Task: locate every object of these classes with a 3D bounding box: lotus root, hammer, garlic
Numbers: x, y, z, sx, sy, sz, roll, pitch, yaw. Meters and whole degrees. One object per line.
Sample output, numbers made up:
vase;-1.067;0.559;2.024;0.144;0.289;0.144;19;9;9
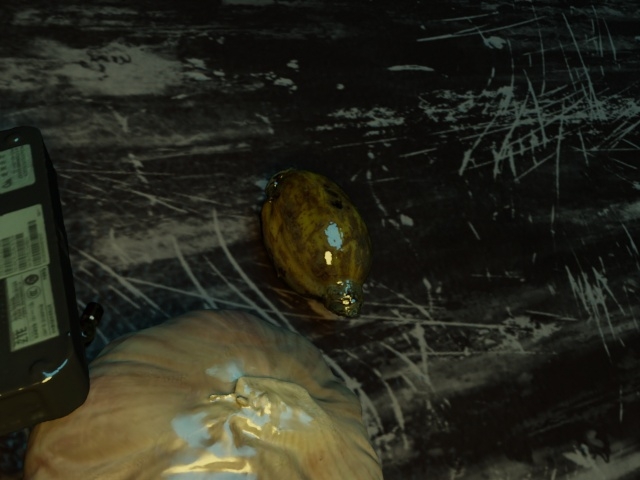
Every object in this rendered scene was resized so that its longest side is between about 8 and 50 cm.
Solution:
lotus root;0.000;0.000;1.181;0.120;0.120;0.209;-6;56;-36
hammer;-0.304;0.053;1.015;0.178;0.021;0.065;29;44;-5
garlic;-0.092;0.201;0.858;0.318;0.259;0.317;20;42;-19

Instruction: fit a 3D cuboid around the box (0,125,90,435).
box;-0.320;0.034;0.867;0.211;0.058;0.350;-17;42;-9
